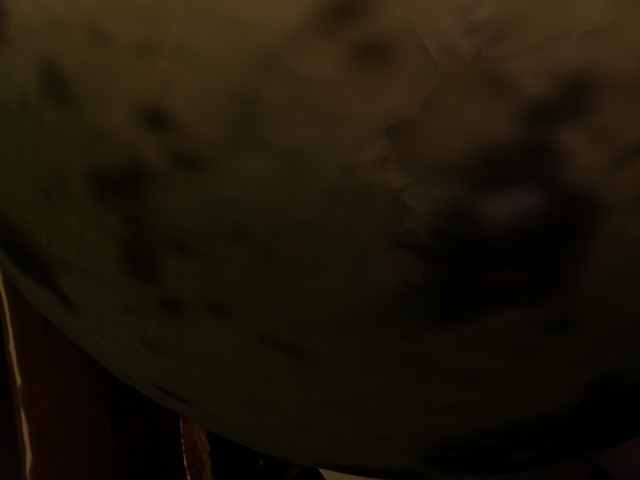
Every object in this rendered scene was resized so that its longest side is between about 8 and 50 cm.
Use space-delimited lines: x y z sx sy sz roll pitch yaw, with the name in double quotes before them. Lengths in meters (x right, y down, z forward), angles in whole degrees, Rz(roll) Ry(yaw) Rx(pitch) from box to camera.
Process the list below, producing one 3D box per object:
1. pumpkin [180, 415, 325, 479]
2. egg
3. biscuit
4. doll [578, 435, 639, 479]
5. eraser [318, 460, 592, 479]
"pumpkin" -0.006 0.063 0.992 0.222 0.139 0.317 -126 35 -69
"egg" 0.024 -0.094 0.477 0.287 0.288 0.379 -113 8 -47
"biscuit" -0.064 0.119 0.631 0.186 0.044 0.295 62 -162 -72
"doll" 0.102 0.011 0.678 0.206 0.067 0.110 -97 18 -50
"eraser" 0.001 0.000 0.726 0.076 0.078 0.298 12 142 48
